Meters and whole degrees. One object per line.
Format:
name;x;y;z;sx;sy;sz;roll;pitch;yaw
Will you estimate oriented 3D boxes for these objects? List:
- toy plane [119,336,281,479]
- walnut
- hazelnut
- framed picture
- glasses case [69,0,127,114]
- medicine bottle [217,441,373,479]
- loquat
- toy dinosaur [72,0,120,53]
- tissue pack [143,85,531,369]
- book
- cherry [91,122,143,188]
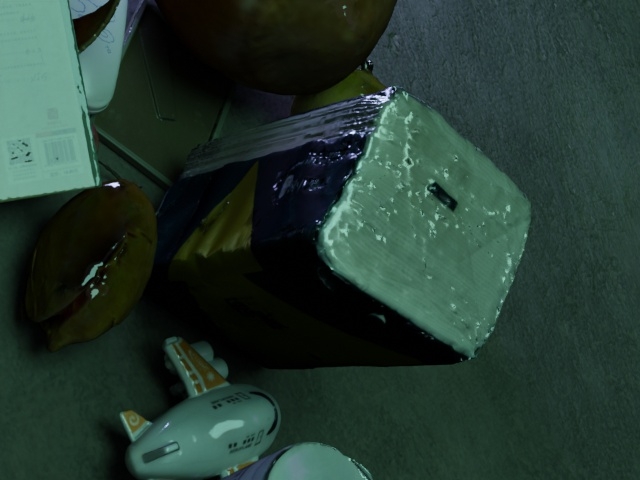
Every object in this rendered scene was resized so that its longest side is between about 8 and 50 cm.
toy plane;-0.134;0.229;1.673;0.244;0.117;0.245;23;54;-35
walnut;-0.262;0.027;1.640;0.137;0.137;0.245;39;47;-25
hazelnut;-0.061;-0.366;1.912;0.372;0.372;0.315;-34;140;-49
framed picture;-0.206;-0.187;1.892;0.184;0.016;0.250;37;47;-26
glasses case;-0.297;-0.267;1.805;0.092;0.059;0.233;23;56;-30
medicine bottle;-0.096;0.352;1.491;0.190;0.332;0.190;26;48;-33
loquat;0.038;-0.158;2.028;0.172;0.149;0.204;28;66;-35
toy dinosaur;-0.419;-0.284;1.645;0.327;0.113;0.206;34;50;-19
tissue pack;0.000;0.000;1.685;0.264;0.416;0.253;37;65;-29
book;-0.369;-0.182;1.587;0.215;0.025;0.283;-9;91;-24
cherry;-0.284;-0.101;1.702;0.225;0.107;0.090;29;71;-36
